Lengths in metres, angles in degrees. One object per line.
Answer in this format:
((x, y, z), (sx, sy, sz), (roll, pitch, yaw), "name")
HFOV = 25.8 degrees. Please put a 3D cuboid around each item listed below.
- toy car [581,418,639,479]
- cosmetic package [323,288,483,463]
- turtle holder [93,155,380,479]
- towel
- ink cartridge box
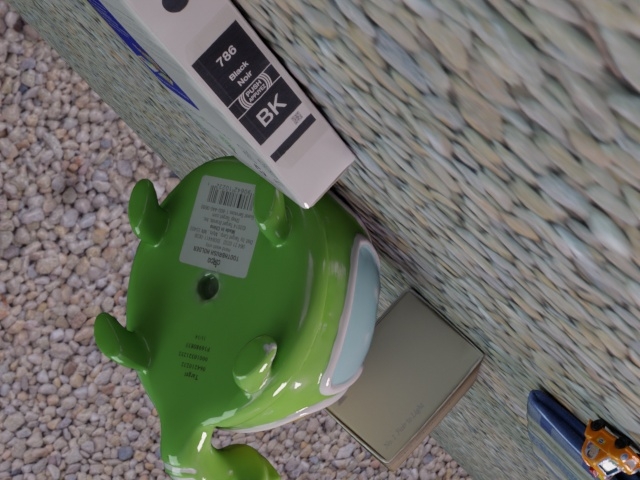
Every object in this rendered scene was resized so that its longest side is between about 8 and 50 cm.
((0.255, 0.198, 1.210), (0.060, 0.040, 0.122), (40, 173, 34), "toy car")
((0.090, 0.167, 1.589), (0.113, 0.160, 0.309), (42, 176, 10), "cosmetic package")
((-0.051, 0.087, 1.336), (0.227, 0.243, 0.320), (18, -124, -52), "turtle holder")
((0.289, 0.248, 1.408), (0.209, 0.034, 0.285), (44, 173, 20), "towel")
((-0.113, -0.164, 1.000), (0.165, 0.065, 0.332), (39, 174, 45), "ink cartridge box")
